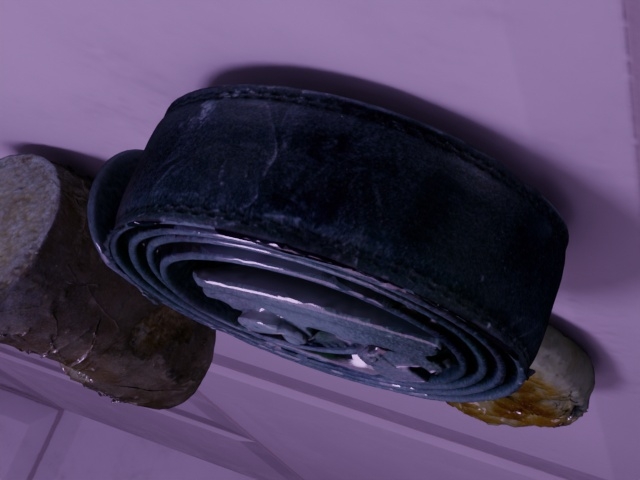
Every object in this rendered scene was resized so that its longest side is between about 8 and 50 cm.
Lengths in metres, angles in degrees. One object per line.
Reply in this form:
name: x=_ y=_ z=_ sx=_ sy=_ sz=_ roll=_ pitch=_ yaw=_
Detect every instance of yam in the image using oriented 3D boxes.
yam: x=-0.190 y=0.031 z=0.939 sx=0.154 sy=0.154 sz=0.254 roll=9 pitch=164 yaw=38

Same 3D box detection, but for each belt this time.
belt: x=0.000 y=0.000 z=0.670 sx=0.267 sy=0.116 sz=0.206 roll=18 pitch=159 yaw=7

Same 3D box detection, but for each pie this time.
pie: x=0.085 y=0.079 z=0.899 sx=0.240 sy=0.054 sz=0.240 roll=18 pitch=162 yaw=6
